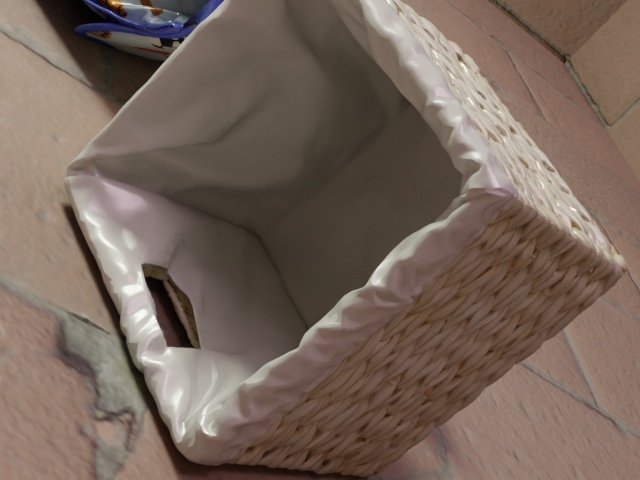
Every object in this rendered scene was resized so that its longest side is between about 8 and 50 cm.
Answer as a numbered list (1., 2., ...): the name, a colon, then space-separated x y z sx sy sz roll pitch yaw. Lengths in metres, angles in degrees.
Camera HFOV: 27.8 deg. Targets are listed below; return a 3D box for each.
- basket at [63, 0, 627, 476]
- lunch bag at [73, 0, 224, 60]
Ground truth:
1. basket: 0.015 -0.013 1.086 0.266 0.331 0.328 27 27 -50
2. lunch bag: -0.149 -0.318 1.476 0.385 0.239 0.328 47 18 26
